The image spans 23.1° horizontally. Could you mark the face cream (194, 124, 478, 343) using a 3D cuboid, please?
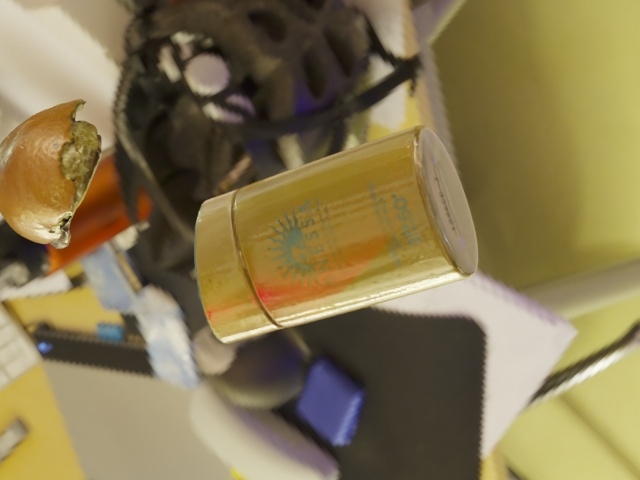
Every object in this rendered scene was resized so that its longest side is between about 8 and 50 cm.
[{"bbox_3d":[0.000,0.000,1.417,0.285,0.067,0.139,-18,91,35],"label":"face cream"}]

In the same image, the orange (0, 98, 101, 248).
[{"bbox_3d":[-0.302,-0.073,1.705,0.160,0.112,0.170,-132,48,-71],"label":"orange"}]
